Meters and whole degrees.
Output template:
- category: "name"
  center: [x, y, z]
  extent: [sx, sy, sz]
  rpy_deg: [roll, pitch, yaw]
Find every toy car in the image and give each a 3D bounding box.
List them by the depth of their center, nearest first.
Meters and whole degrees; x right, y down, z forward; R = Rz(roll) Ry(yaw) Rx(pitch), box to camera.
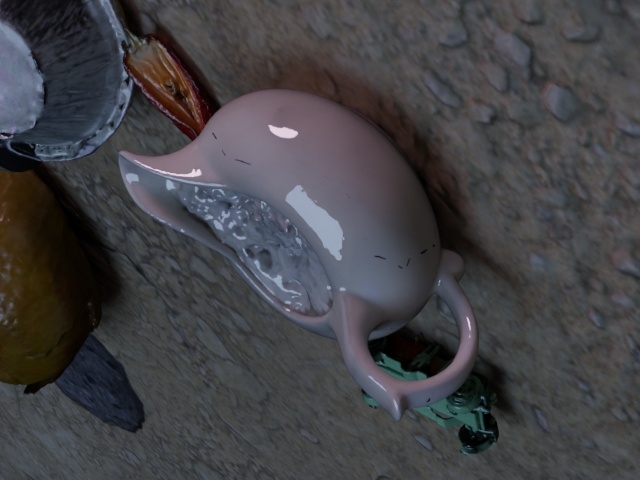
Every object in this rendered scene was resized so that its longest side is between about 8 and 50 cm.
- category: "toy car"
  center: [0.089, 0.119, 1.176]
  extent: [0.143, 0.054, 0.073]
  rpy_deg: [22, 142, 38]

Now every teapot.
- category: "teapot"
  center: [0.000, 0.000, 1.040]
  extent: [0.300, 0.166, 0.208]
  rpy_deg: [46, 143, 25]

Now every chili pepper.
- category: "chili pepper"
  center: [-0.106, -0.107, 1.171]
  extent: [0.178, 0.045, 0.027]
  rpy_deg: [51, -167, -10]

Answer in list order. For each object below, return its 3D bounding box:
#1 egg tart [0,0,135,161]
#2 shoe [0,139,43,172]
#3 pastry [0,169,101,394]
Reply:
- category: "egg tart"
  center: [-0.267, -0.164, 1.199]
  extent: [0.234, 0.094, 0.234]
  rpy_deg: [14, 128, 18]
- category: "shoe"
  center: [-0.307, -0.156, 1.343]
  extent: [0.112, 0.099, 0.227]
  rpy_deg: [11, 136, 39]
- category: "pastry"
  center: [-0.397, 0.016, 1.632]
  extent: [0.356, 0.164, 0.356]
  rpy_deg: [36, 150, 25]
